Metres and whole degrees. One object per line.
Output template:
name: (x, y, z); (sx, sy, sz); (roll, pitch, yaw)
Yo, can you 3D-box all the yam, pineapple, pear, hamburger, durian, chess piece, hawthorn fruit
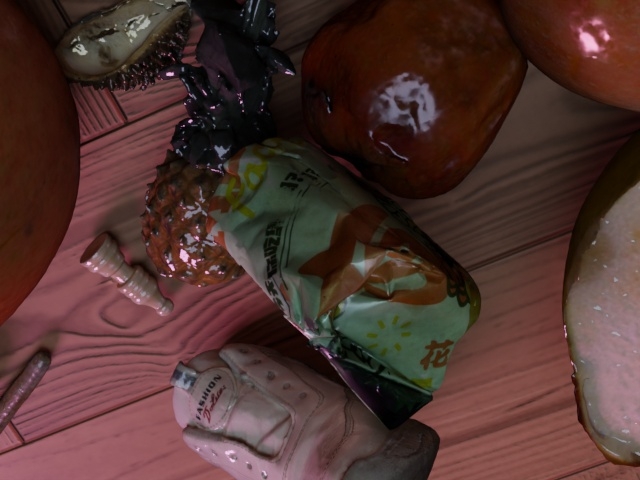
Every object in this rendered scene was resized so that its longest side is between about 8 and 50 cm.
yam: (-0.282, 0.145, 1.247); (0.021, 0.021, 0.116); (31, 115, -15)
pineapple: (-0.078, -0.084, 1.069); (0.119, 0.111, 0.237); (22, 120, 22)
pear: (0.366, 0.014, 1.067); (0.340, 0.191, 0.386); (26, 128, -6)
hamburger: (0.031, 0.026, 1.001); (0.125, 0.214, 0.235); (-46, 131, 14)
durian: (-0.154, -0.153, 1.084); (0.130, 0.052, 0.066); (-21, 78, 8)
chess piece: (-0.165, 0.035, 1.181); (0.035, 0.035, 0.092); (-39, 115, 19)
hawthorn fruit: (0.070, -0.124, 1.020); (0.173, 0.173, 0.179); (30, 115, -14)

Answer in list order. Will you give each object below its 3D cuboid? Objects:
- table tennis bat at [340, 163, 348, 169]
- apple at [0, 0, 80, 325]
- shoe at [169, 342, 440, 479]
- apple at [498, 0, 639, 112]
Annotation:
table tennis bat: (0.000, 0.000, 1.143); (0.095, 0.014, 0.158); (-40, 140, -27)
apple: (-0.362, -0.054, 0.969); (0.364, 0.364, 0.363); (0, 118, 1)
shoe: (-0.030, 0.163, 1.100); (0.211, 0.342, 0.132); (26, 87, -4)
apple: (0.242, -0.210, 0.917); (0.254, 0.253, 0.253); (0, 118, 1)
